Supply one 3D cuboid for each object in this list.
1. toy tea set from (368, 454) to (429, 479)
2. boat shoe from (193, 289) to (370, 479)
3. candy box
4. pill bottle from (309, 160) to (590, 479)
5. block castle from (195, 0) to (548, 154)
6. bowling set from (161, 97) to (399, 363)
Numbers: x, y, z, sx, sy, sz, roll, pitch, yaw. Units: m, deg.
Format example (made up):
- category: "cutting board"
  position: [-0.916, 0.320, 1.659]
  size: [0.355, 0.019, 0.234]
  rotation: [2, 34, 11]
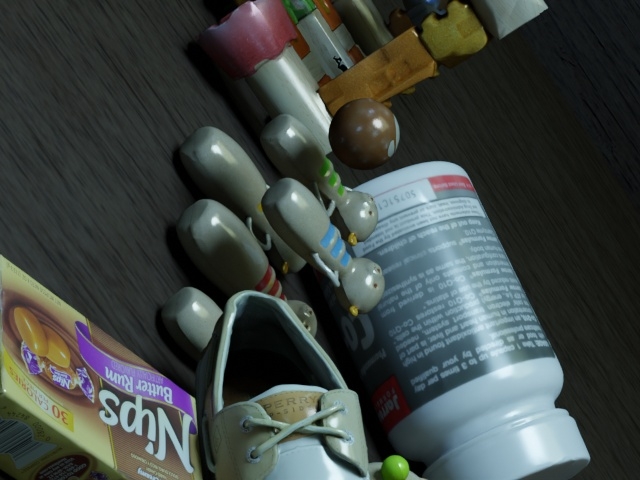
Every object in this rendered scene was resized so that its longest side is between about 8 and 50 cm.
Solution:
- category: "toy tea set"
  position: [0.072, 0.249, 1.113]
  size: [0.200, 0.124, 0.336]
  rotation: [-4, 34, -25]
- category: "boat shoe"
  position: [-0.025, 0.139, 1.122]
  size: [0.302, 0.113, 0.103]
  rotation: [-124, -148, -57]
- category: "candy box"
  position: [-0.145, 0.104, 1.064]
  size: [0.186, 0.053, 0.109]
  rotation: [41, 26, -39]
- category: "pill bottle"
  position: [0.109, 0.090, 1.541]
  size: [0.161, 0.161, 0.283]
  rotation: [16, 46, -63]
- category: "block castle"
  position: [0.063, -0.270, 1.750]
  size: [0.213, 0.303, 0.453]
  rotation: [55, 19, -8]
- category: "bowling set"
  position: [0.000, 0.000, 1.371]
  size: [0.154, 0.200, 0.287]
  rotation: [49, 25, -29]
